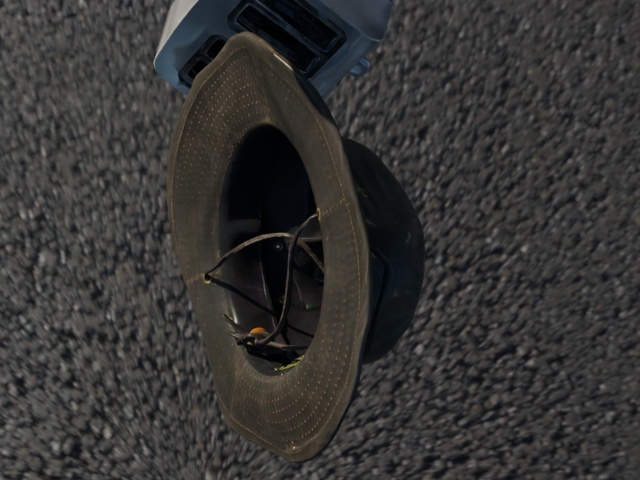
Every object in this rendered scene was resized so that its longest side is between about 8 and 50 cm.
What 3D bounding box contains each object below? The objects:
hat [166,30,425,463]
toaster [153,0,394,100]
[{"bbox_3d":[0.000,0.000,0.967,0.134,0.331,0.331,-7,77,-27],"label":"hat"},{"bbox_3d":[-0.049,-0.198,1.143,0.186,0.168,0.110,36,32,-20],"label":"toaster"}]
